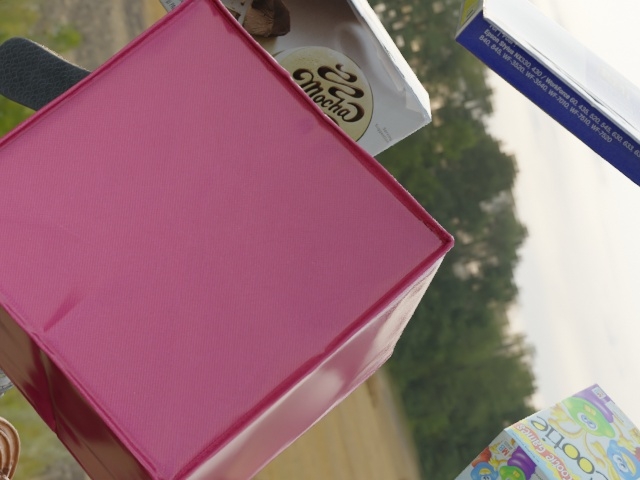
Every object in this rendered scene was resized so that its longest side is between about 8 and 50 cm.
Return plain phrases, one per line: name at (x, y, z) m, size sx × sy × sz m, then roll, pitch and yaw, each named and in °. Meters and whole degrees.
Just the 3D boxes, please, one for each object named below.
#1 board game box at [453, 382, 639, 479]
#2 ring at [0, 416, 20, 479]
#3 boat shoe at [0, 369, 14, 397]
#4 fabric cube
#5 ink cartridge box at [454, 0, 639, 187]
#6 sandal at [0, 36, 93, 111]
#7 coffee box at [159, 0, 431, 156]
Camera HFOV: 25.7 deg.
board game box at (0.302, 0.305, 1.802) m, size 0.144 × 0.142 × 0.275 m, roll 49°, pitch 30°, yaw 19°
ring at (-0.377, 0.272, 1.151) m, size 0.032 × 0.336 × 0.336 m, roll 42°, pitch -9°, yaw 17°
boat shoe at (-0.452, 0.050, 1.464) m, size 0.355 × 0.132 × 0.130 m, roll 40°, pitch -54°, yaw 19°
fabric cube at (-0.100, 0.031, 1.002) m, size 0.259 × 0.254 × 0.258 m, roll 47°, pitch -18°, yaw 11°
ink cartridge box at (0.291, -0.175, 1.632) m, size 0.304 × 0.072 × 0.307 m, roll 38°, pitch 23°, yaw -6°
sandal at (-0.261, -0.149, 1.567) m, size 0.254 × 0.097 × 0.054 m, roll 38°, pitch 9°, yaw 23°
coffee box at (-0.033, -0.216, 1.462) m, size 0.297 × 0.168 × 0.119 m, roll 56°, pitch 13°, yaw -17°
